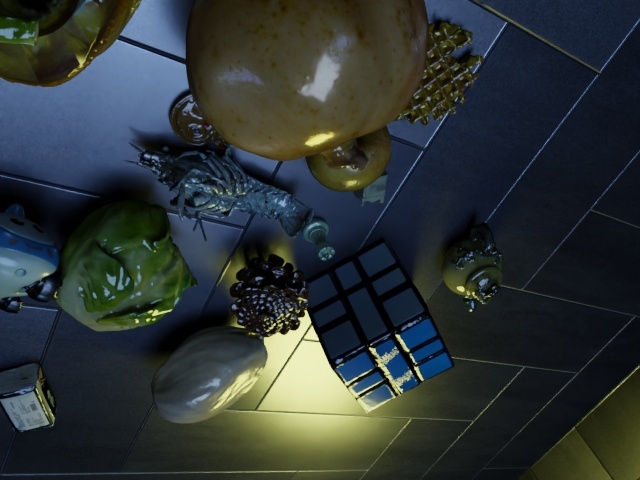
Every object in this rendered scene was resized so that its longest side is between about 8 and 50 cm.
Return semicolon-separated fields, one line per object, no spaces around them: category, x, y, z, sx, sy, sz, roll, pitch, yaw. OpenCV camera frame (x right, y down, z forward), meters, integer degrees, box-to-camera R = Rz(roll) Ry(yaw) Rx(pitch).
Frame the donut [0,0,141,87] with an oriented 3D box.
donut;-0.428;-0.393;0.879;0.329;0.160;0.330;-8;125;-11

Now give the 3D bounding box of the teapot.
teapot;0.436;0.083;1.642;0.173;0.183;0.270;-6;130;-17

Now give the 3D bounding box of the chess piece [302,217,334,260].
chess piece;0.000;0.000;1.438;0.067;0.103;0.067;-12;132;-14

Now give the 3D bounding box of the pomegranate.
pomegranate;-0.019;-0.296;0.972;0.411;0.412;0.412;-12;132;-13

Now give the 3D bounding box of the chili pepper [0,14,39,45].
chili pepper;-0.498;-0.288;0.829;0.201;0.050;0.052;-10;100;-9

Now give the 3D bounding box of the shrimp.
shrimp;-0.201;-0.100;1.241;0.410;0.166;0.221;11;122;-45

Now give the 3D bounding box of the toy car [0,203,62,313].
toy car;-0.613;0.025;1.132;0.255;0.190;0.188;-17;152;36

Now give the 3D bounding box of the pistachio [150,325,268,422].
pistachio;-0.286;0.343;1.541;0.331;0.208;0.226;-38;113;-8

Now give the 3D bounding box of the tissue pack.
tissue pack;-0.730;0.394;1.478;0.103;0.090;0.170;-10;130;-15

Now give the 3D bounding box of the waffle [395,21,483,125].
waffle;0.230;-0.352;1.269;0.228;0.051;0.232;0;129;-24

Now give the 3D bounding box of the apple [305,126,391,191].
apple;0.058;-0.188;1.262;0.182;0.183;0.155;-13;162;-12

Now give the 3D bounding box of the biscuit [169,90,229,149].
biscuit;-0.215;-0.239;1.194;0.174;0.026;0.124;10;125;-29

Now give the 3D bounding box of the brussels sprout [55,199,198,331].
brussels sprout;-0.404;0.060;1.230;0.294;0.227;0.259;-42;139;-2

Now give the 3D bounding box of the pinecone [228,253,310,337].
pinecone;-0.122;0.123;1.432;0.207;0.208;0.208;-12;132;-13

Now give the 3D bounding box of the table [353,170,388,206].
table;0.110;-0.136;1.385;0.062;0.079;0.083;-11;134;-16

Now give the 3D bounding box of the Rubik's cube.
Rubik's cube;0.146;0.226;1.572;0.283;0.294;0.288;-31;132;2
